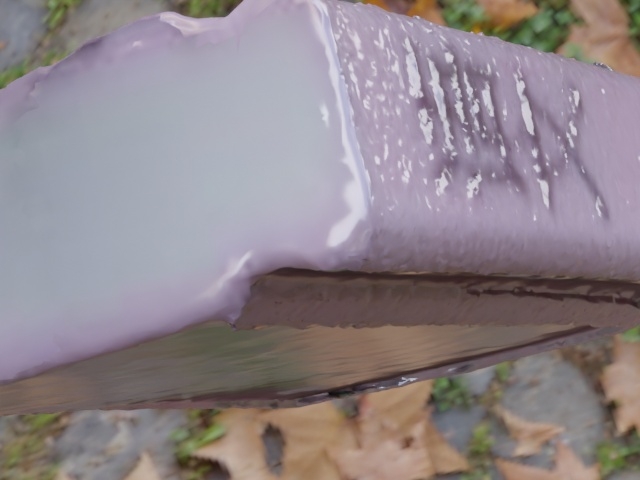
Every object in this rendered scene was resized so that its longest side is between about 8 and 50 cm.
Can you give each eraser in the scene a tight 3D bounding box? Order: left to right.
[{"bbox_3d":[0.000,0.000,0.826,0.359,0.272,0.122,6,68,-57],"label":"eraser"}]
